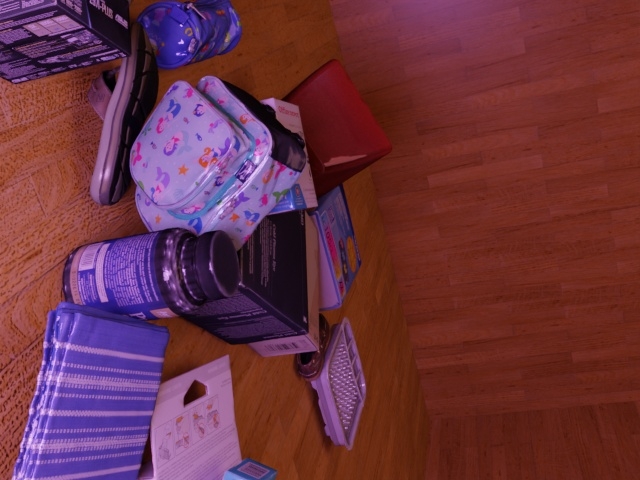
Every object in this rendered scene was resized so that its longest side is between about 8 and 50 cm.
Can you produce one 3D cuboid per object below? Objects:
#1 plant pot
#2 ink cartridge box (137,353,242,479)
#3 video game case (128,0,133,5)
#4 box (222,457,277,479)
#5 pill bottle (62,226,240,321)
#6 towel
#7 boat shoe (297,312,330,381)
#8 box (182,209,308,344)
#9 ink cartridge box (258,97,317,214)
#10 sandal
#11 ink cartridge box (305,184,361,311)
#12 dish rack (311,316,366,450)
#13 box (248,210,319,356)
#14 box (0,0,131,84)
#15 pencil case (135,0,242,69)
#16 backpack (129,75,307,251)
[{"bbox_3d":[-0.036,-0.238,1.660,0.267,0.267,0.236,57,38,-3],"label":"plant pot"},{"bbox_3d":[-0.215,0.339,1.105,0.296,0.066,0.261,-1,83,-74],"label":"ink cartridge box"},{"bbox_3d":[-0.307,-0.497,1.152,0.285,0.025,0.204,-81,-167,-47],"label":"video game case"},{"bbox_3d":[-0.146,0.477,1.081,0.100,0.060,0.244,20,89,-75],"label":"box"},{"bbox_3d":[-0.230,0.049,0.948,0.123,0.219,0.123,-10,90,-74],"label":"pill bottle"},{"bbox_3d":[-0.285,0.253,0.835,0.243,0.040,0.336,38,62,-69],"label":"towel"},{"bbox_3d":[-0.019,0.268,1.819,0.207,0.073,0.073,-83,159,-46],"label":"boat shoe"},{"bbox_3d":[-0.160,-0.011,1.303,0.312,0.179,0.343,48,36,-59],"label":"box"},{"bbox_3d":[-0.077,-0.143,1.202,0.139,0.082,0.191,-18,99,-72],"label":"ink cartridge box"},{"bbox_3d":[-0.317,-0.203,1.049,0.120,0.086,0.303,84,16,-72],"label":"sandal"},{"bbox_3d":[0.000,0.000,1.918,0.395,0.151,0.270,-59,137,-69],"label":"ink cartridge box"},{"bbox_3d":[0.051,0.408,1.983,0.333,0.072,0.286,-62,140,-65],"label":"dish rack"},{"bbox_3d":[-0.086,0.093,1.563,0.121,0.148,0.311,57,29,-56],"label":"box"},{"bbox_3d":[-0.342,-0.262,0.816,0.147,0.180,0.078,22,62,-71],"label":"box"},{"bbox_3d":[-0.246,-0.410,1.333,0.119,0.133,0.306,43,23,-6],"label":"pencil case"},{"bbox_3d":[-0.175,-0.101,1.053,0.191,0.253,0.225,14,27,-51],"label":"backpack"}]
